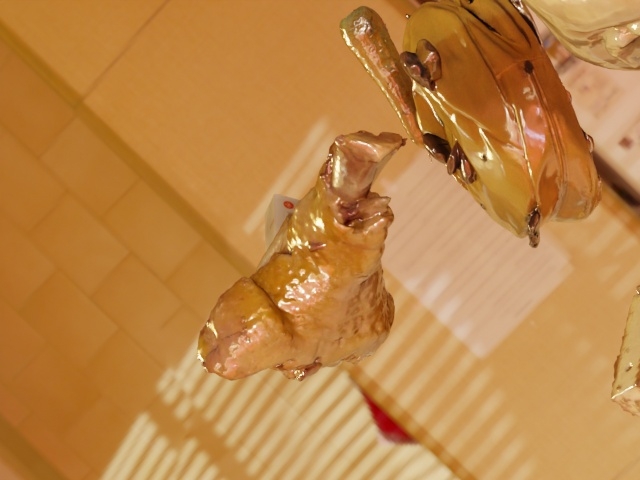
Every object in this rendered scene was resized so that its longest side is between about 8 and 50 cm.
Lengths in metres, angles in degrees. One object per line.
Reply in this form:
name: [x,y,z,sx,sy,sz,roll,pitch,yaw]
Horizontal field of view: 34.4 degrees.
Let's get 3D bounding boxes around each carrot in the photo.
carrot: [0.130,-0.266,1.785,0.078,0.298,0.078,-30,-171,5]

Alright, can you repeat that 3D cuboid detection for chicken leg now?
chicken leg: [-0.012,0.040,1.160,0.295,0.182,0.409,-33,159,-33]

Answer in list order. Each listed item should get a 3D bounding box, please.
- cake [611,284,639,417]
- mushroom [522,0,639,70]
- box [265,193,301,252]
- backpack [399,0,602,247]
cake: [0.630,0.169,1.569,0.290,0.255,0.282,-51,-170,50]
mushroom: [0.304,-0.186,0.825,0.314,0.336,0.314,-4,172,-1]
box: [0.000,0.000,1.899,0.141,0.201,0.058,-95,-154,-46]
backpack: [0.251,-0.177,1.489,0.201,0.378,0.353,-30,152,-2]
